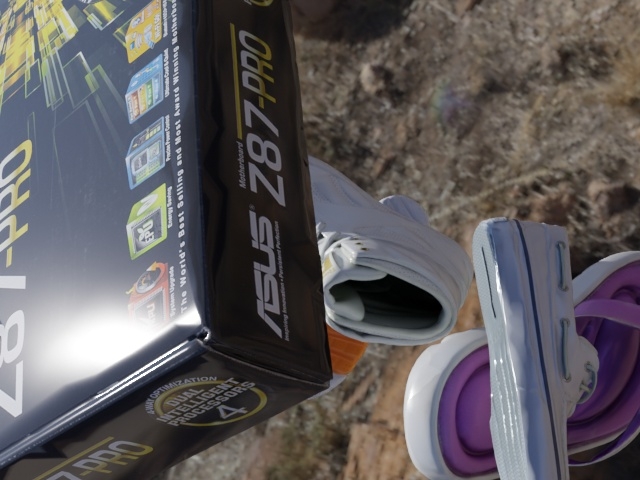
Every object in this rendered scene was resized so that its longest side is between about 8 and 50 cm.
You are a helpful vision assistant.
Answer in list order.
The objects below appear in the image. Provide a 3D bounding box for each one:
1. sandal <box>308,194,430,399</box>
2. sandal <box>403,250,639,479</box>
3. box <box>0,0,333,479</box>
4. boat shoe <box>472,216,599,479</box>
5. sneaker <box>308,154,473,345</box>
[{"bbox_3d":[0.031,0.070,1.191,0.265,0.102,0.076,-50,-10,-12],"label":"sandal"},{"bbox_3d":[0.242,0.123,0.950,0.102,0.416,0.169,6,109,48],"label":"sandal"},{"bbox_3d":[-0.148,-0.037,0.693,0.318,0.097,0.394,-32,50,35],"label":"box"},{"bbox_3d":[0.162,0.087,0.767,0.083,0.076,0.226,111,156,-72],"label":"boat shoe"},{"bbox_3d":[0.000,0.000,0.990,0.169,0.293,0.108,-52,-17,-73],"label":"sneaker"}]
